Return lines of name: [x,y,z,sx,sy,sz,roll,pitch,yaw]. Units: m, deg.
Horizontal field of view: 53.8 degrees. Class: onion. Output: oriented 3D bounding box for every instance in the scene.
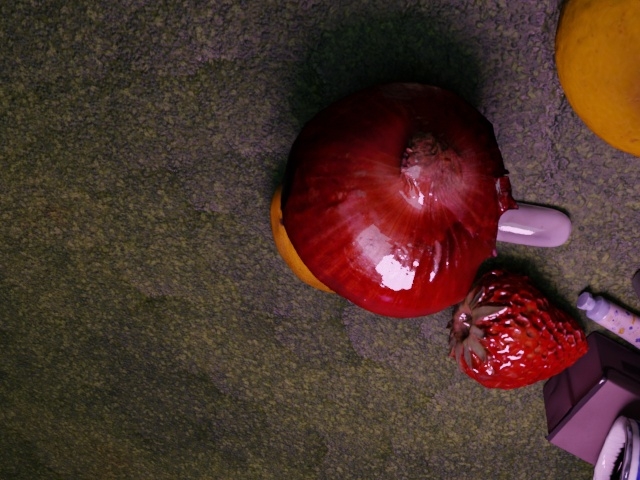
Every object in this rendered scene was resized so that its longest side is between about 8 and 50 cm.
onion: [0.098,-0.068,0.929,0.342,0.341,0.341,7,123,12]

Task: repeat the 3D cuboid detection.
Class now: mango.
mango: [-0.001,0.002,1.124,0.157,0.109,0.262,-17,117,20]

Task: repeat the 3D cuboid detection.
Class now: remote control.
remote control: [0.300,-0.027,1.058,0.229,0.044,0.073,9,126,10]

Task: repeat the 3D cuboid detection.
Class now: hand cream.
hand cream: [0.526,0.143,1.100,0.171,0.043,0.065,30,121,-6]

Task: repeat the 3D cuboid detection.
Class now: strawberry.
strawberry: [0.351,0.166,1.105,0.245,0.205,0.205,12,126,-18]

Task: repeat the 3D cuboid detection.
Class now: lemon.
lemon: [0.429,-0.237,0.754,0.297,0.297,0.297,7,123,12]

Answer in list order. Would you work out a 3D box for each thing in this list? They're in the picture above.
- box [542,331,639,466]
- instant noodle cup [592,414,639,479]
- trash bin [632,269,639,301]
box: [0.554,0.314,1.134,0.252,0.153,0.188,25,122,0]
instant noodle cup: [0.590,0.410,0.945,0.313,0.284,0.284,16,124,15]
trash bin: [0.614,0.165,0.909,0.223,0.343,0.158,38,121,-8]
